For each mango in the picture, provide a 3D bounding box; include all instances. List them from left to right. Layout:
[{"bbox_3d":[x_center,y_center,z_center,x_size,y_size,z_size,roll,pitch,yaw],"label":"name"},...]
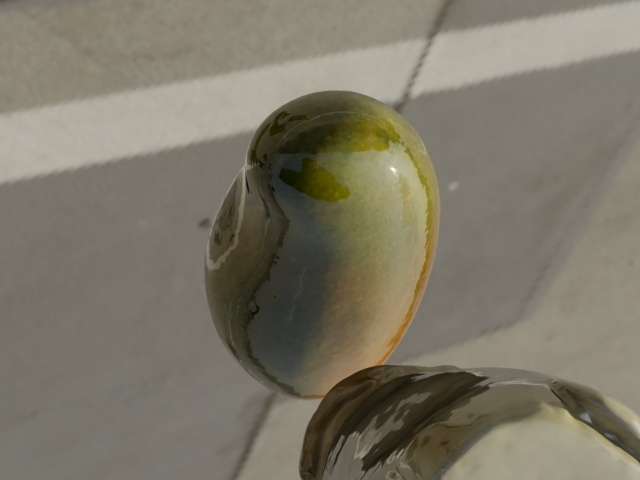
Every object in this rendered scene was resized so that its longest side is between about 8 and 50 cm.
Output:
[{"bbox_3d":[0.005,0.001,0.976,0.146,0.129,0.289,1,150,-13],"label":"mango"}]

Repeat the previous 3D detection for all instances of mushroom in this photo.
[{"bbox_3d":[0.070,0.124,0.659,0.137,0.154,0.407,-40,180,-3],"label":"mushroom"}]
